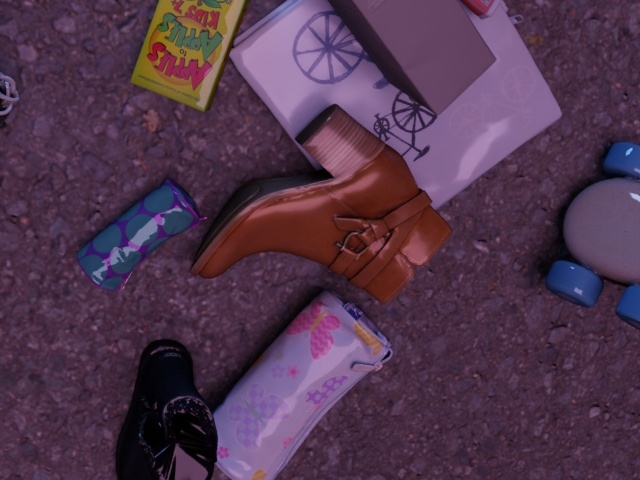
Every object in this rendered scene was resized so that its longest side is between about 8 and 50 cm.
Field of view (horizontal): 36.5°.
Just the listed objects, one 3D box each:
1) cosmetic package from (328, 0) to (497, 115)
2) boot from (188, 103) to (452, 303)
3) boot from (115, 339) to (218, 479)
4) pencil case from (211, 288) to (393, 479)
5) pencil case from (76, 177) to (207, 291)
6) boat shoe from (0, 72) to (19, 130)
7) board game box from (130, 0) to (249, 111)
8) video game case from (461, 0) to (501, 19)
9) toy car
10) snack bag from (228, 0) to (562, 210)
[{"bbox_3d":[0.078,-0.261,1.064,0.107,0.127,0.238,-45,129,3],"label":"cosmetic package"},{"bbox_3d":[0.000,0.000,1.184,0.283,0.109,0.220,-44,107,5],"label":"boot"},{"bbox_3d":[-0.190,0.264,1.178,0.094,0.207,0.247,6,105,-16],"label":"boot"},{"bbox_3d":[-0.032,0.190,1.244,0.124,0.113,0.273,44,93,11],"label":"pencil case"},{"bbox_3d":[-0.215,-0.005,1.166,0.151,0.064,0.070,-40,96,0],"label":"pencil case"},{"bbox_3d":[-0.382,-0.150,1.054,0.104,0.113,0.306,6,108,-23],"label":"boat shoe"},{"bbox_3d":[-0.141,-0.249,1.109,0.092,0.043,0.181,22,100,-3],"label":"board game box"},{"bbox_3d":[0.142,-0.424,1.120,0.285,0.025,0.204,36,77,-21],"label":"video game case"},{"bbox_3d":[0.456,0.026,1.313,0.238,0.210,0.219,34,82,-49],"label":"toy car"},{"bbox_3d":[0.108,-0.196,1.207,0.323,0.037,0.343,-38,111,0],"label":"snack bag"}]
